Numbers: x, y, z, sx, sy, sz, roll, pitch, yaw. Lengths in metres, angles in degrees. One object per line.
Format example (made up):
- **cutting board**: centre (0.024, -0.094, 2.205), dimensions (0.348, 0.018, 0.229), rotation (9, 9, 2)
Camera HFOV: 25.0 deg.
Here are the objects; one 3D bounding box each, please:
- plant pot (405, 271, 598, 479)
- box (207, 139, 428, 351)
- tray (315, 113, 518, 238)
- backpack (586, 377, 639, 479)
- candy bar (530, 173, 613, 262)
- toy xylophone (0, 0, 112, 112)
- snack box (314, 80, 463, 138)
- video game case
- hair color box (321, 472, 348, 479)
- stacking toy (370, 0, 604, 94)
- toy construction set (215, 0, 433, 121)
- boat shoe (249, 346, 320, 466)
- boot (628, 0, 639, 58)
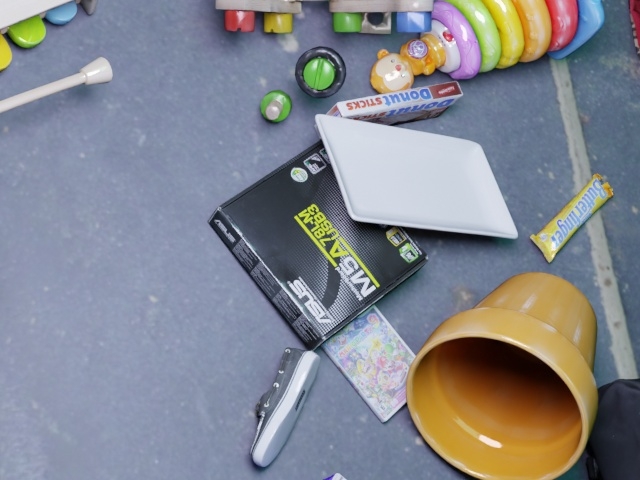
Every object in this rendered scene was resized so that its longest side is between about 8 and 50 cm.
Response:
- **plant pot**: centre (0.223, 0.137, 1.615), dimensions (0.205, 0.205, 0.188), rotation (44, 40, -5)
- **box**: centre (0.000, 0.000, 1.628), dimensions (0.184, 0.045, 0.191), rotation (-34, 83, -36)
- **tray**: centre (0.110, -0.066, 1.688), dimensions (0.270, 0.030, 0.145), rotation (6, 53, -40)
- **backpack**: centre (0.530, 0.268, 1.697), dimensions (0.355, 0.273, 0.290), rotation (4, 60, -39)
- **candy bar**: centre (0.320, -0.030, 1.829), dimensions (0.040, 0.018, 0.161), rotation (50, 57, -1)
- **toy xylophone**: centre (-0.364, -0.227, 1.516), dimensions (0.322, 0.081, 0.236), rotation (-21, 80, -33)
- **snack box**: centre (0.082, -0.157, 1.730), dimensions (0.178, 0.064, 0.022), rotation (-13, 74, -31)
- **video game case**: centre (0.060, 0.133, 1.628), dimensions (0.087, 0.011, 0.122), rotation (-39, 90, -34)
- **hair color box**: centre (-0.018, 0.419, 1.409), dimensions (0.185, 0.110, 0.339), rotation (40, 58, -8)
- **stacking toy**: centre (0.186, -0.264, 1.799), dimensions (0.302, 0.166, 0.175), rotation (-30, 86, -19)
- **toy construction set**: centre (-0.002, -0.338, 1.699), dimensions (0.309, 0.257, 0.237), rotation (64, 11, -10)
- **boat shoe**: centre (-0.045, 0.176, 1.539), dimensions (0.040, 0.049, 0.142), rotation (17, 58, 18)
- **boot**: centre (0.584, -0.356, 2.041), dimensions (0.284, 0.138, 0.377), rotation (13, 69, -22)
